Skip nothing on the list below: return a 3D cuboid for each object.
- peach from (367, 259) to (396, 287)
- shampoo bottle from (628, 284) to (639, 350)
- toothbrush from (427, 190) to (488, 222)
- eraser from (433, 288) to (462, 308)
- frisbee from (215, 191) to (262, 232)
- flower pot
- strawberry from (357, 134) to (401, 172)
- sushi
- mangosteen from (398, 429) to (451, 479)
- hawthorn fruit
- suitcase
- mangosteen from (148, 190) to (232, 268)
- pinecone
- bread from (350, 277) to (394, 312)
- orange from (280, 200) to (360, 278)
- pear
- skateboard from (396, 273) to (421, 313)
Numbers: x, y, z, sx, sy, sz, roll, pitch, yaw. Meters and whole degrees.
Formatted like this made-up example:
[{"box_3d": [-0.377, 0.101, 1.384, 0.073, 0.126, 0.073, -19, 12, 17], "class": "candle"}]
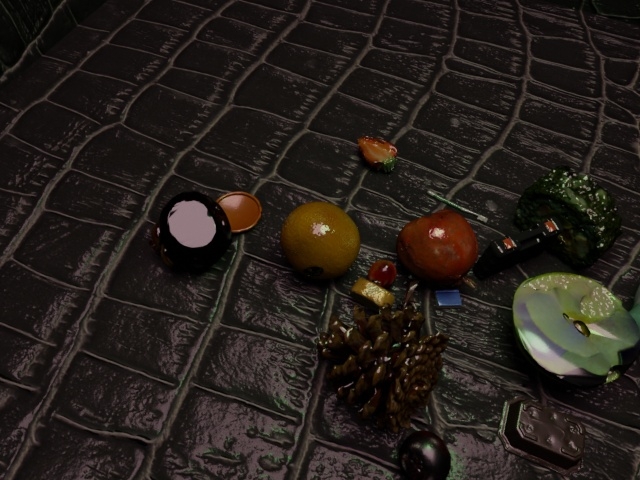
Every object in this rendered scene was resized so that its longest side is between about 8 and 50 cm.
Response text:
[{"box_3d": [0.213, 0.115, 1.756, 0.100, 0.101, 0.101, 2, 56, -2], "class": "peach"}, {"box_3d": [1.146, 0.239, 1.700, 0.349, 0.151, 0.222, -32, 65, -21], "class": "shampoo bottle"}, {"box_3d": [0.535, -0.133, 1.990, 0.257, 0.018, 0.024, 30, 66, 15], "class": "toothbrush"}, {"box_3d": [0.440, 0.201, 1.755, 0.084, 0.027, 0.063, -1, 58, -4], "class": "eraser"}, {"box_3d": [-0.315, -0.102, 1.907, 0.191, 0.035, 0.192, 1, 56, -2], "class": "frisbee"}, {"box_3d": [0.665, 0.562, 1.494, 0.250, 0.084, 0.179, 21, 57, 11], "class": "flower pot"}, {"box_3d": [0.236, -0.346, 2.075, 0.192, 0.085, 0.141, 10, 64, 10], "class": "strawberry"}, {"box_3d": [0.894, -0.091, 1.821, 0.178, 0.294, 0.352, -37, 67, -20], "class": "sushi"}, {"box_3d": [0.294, 0.609, 1.418, 0.152, 0.153, 0.153, 2, 56, -2], "class": "mangosteen"}, {"box_3d": [0.423, 0.044, 1.735, 0.275, 0.276, 0.308, -30, 77, -21], "class": "hawthorn fruit"}, {"box_3d": [0.689, 0.028, 1.779, 0.285, 0.206, 0.066, -20, 64, -15], "class": "suitcase"}, {"box_3d": [-0.450, -0.027, 1.733, 0.287, 0.233, 0.288, 1, 85, -10], "class": "mangosteen"}, {"box_3d": [0.164, 0.341, 1.488, 0.383, 0.385, 0.385, 2, 56, -2], "class": "pinecone"}, {"box_3d": [0.176, 0.184, 1.696, 0.149, 0.122, 0.073, 28, 71, 19], "class": "bread"}, {"box_3d": [0.000, 0.000, 1.724, 0.273, 0.274, 0.275, 2, 56, -2], "class": "orange"}, {"box_3d": [0.781, 0.300, 1.626, 0.398, 0.165, 0.399, 2, 56, -3], "class": "pear"}, {"box_3d": [0.311, 0.198, 1.737, 0.080, 0.067, 0.152, 23, 63, 0], "class": "skateboard"}]
